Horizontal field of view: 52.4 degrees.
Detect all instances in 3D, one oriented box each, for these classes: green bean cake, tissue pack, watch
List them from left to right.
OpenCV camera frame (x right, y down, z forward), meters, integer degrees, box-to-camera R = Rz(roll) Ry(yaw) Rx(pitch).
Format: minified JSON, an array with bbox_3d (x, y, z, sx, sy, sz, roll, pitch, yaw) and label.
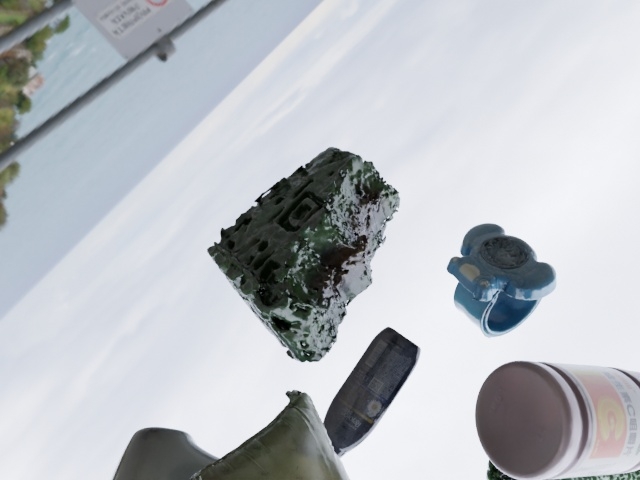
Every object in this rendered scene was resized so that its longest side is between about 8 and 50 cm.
[{"bbox_3d":[-0.160,0.435,0.965,0.229,0.333,0.236,127,-23,-54],"label":"tissue pack"},{"bbox_3d":[0.000,0.000,0.674,0.208,0.107,0.193,-41,-153,-11],"label":"green bean cake"},{"bbox_3d":[0.347,0.095,1.286,0.211,0.193,0.211,-4,-139,4],"label":"watch"}]

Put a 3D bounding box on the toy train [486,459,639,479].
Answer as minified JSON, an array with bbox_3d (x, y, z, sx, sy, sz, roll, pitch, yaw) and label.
[{"bbox_3d":[0.379,0.369,1.002,0.154,0.269,0.115,21,-81,57],"label":"toy train"}]

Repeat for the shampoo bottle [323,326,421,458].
[{"bbox_3d":[0.077,0.259,1.092,0.234,0.087,0.049,-56,171,-7],"label":"shampoo bottle"}]

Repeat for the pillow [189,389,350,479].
[{"bbox_3d":[-0.006,0.313,0.635,0.075,0.302,0.185,-28,179,39],"label":"pillow"}]

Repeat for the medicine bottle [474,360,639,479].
[{"bbox_3d":[0.315,0.216,0.783,0.133,0.249,0.133,-22,-117,50],"label":"medicine bottle"}]
